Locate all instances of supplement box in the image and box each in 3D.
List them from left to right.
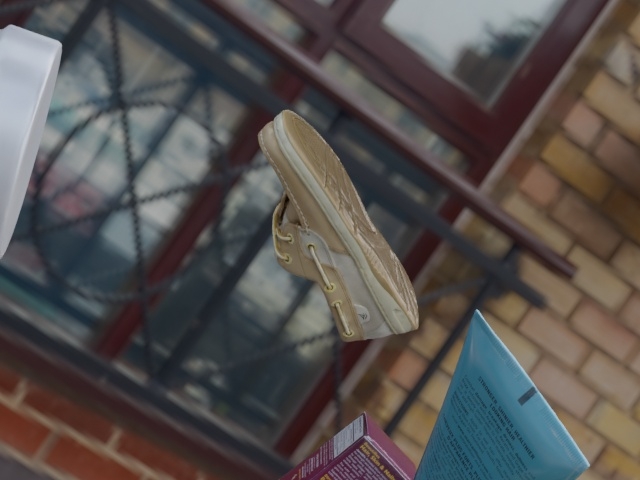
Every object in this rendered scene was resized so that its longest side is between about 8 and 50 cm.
[{"bbox_3d":[0.015,0.162,1.127,0.055,0.083,0.043,48,11,-14],"label":"supplement box"}]

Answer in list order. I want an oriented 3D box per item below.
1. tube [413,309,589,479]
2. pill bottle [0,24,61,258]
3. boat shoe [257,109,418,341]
[{"bbox_3d":[0.072,0.110,0.795,0.080,0.052,0.207,50,-23,19],"label":"tube"},{"bbox_3d":[-0.389,-0.112,1.265,0.363,0.210,0.210,16,2,-7],"label":"pill bottle"},{"bbox_3d":[0.000,0.000,1.014,0.170,0.059,0.063,58,17,-32],"label":"boat shoe"}]
